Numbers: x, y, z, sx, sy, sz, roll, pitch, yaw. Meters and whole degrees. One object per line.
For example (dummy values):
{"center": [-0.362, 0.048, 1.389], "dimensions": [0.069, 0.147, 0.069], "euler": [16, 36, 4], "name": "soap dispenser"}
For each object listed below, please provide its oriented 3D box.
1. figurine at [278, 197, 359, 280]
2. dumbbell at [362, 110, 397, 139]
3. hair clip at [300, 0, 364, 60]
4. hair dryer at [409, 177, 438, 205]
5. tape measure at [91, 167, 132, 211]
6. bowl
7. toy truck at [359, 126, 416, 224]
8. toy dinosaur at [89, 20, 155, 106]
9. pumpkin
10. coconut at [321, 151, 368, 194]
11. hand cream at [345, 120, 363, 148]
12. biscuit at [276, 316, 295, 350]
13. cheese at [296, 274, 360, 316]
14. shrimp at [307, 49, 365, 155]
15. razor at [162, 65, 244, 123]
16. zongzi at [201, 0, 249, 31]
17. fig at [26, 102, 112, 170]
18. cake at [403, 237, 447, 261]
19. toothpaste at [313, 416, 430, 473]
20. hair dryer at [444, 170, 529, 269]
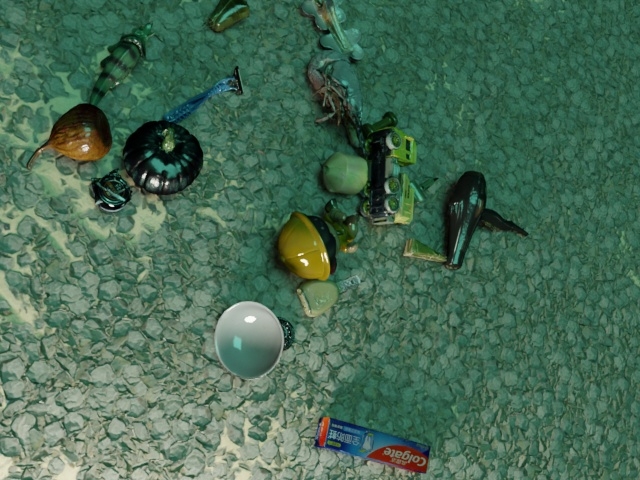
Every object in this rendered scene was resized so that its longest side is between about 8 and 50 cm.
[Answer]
{"center": [-0.003, 0.003, 1.877], "dimensions": [0.192, 0.167, 0.256], "euler": [54, 37, 9], "name": "figurine"}
{"center": [0.176, -0.342, 2.123], "dimensions": [0.118, 0.046, 0.052], "euler": [-31, 87, -30], "name": "dumbbell"}
{"center": [0.041, -0.642, 2.119], "dimensions": [0.146, 0.075, 0.257], "euler": [-30, 98, -28], "name": "hair clip"}
{"center": [0.314, -0.164, 2.155], "dimensions": [0.150, 0.047, 0.071], "euler": [-32, 92, -37], "name": "hair dryer"}
{"center": [-0.500, -0.117, 1.703], "dimensions": [0.091, 0.054, 0.094], "euler": [-27, 84, -29], "name": "tape measure"}
{"center": [-0.158, 0.243, 1.755], "dimensions": [0.086, 0.188, 0.189], "euler": [8, 68, -68], "name": "bowl"}
{"center": [0.208, -0.176, 2.047], "dimensions": [0.157, 0.124, 0.273], "euler": [11, 78, -41], "name": "toy truck"}
{"center": [-0.507, -0.432, 1.774], "dimensions": [0.079, 0.120, 0.292], "euler": [38, 86, -27], "name": "toy dinosaur"}
{"center": [-0.383, -0.201, 1.740], "dimensions": [0.194, 0.150, 0.194], "euler": [-1, 93, -13], "name": "pumpkin"}
{"center": [0.061, -0.187, 1.983], "dimensions": [0.122, 0.116, 0.116], "euler": [8, 74, -32], "name": "coconut"}
{"center": [0.094, -0.346, 2.093], "dimensions": [0.057, 0.037, 0.165], "euler": [-3, 73, -29], "name": "hand cream"}
{"center": [-0.107, 0.240, 1.834], "dimensions": [0.089, 0.027, 0.087], "euler": [9, 72, -26], "name": "biscuit"}
{"center": [0.030, 0.136, 1.927], "dimensions": [0.192, 0.037, 0.097], "euler": [-20, 88, -30], "name": "cheese"}
{"center": [0.057, -0.390, 2.022], "dimensions": [0.145, 0.116, 0.343], "euler": [-15, 74, -19], "name": "shrimp"}
{"center": [-0.308, -0.372, 1.879], "dimensions": [0.253, 0.042, 0.082], "euler": [-39, 137, -28], "name": "razor"}
{"center": [-0.287, -0.637, 1.964], "dimensions": [0.154, 0.062, 0.130], "euler": [-34, 73, -15], "name": "zongzi"}
{"center": [-0.592, -0.235, 1.669], "dimensions": [0.201, 0.146, 0.134], "euler": [-19, 81, 9], "name": "fig"}
{"center": [0.309, 0.030, 2.095], "dimensions": [0.139, 0.051, 0.055], "euler": [12, 70, -27], "name": "cake"}
{"center": [0.138, 0.538, 1.867], "dimensions": [0.320, 0.066, 0.077], "euler": [20, 69, -21], "name": "toothpaste"}
{"center": [0.530, -0.030, 2.215], "dimensions": [0.359, 0.120, 0.304], "euler": [17, 78, -32], "name": "hair dryer"}
